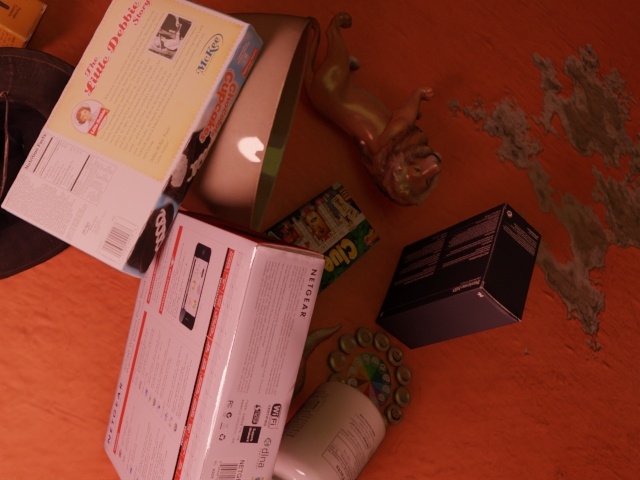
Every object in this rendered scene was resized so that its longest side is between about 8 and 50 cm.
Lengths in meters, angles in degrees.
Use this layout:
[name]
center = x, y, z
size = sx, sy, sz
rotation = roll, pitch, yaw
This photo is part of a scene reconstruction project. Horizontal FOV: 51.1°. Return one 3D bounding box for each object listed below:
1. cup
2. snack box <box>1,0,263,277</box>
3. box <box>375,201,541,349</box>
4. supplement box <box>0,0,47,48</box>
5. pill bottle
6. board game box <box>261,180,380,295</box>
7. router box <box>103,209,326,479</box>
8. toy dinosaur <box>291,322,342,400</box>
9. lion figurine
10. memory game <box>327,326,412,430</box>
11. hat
[cup]
center = -0.168, -0.185, 0.975
size = 0.236, 0.331, 0.331
rotation = 15, 61, -1
[snack box]
center = -0.224, -0.140, 0.805
size = 0.187, 0.060, 0.322
rotation = 25, 85, 17
[box]
center = 0.237, 0.070, 1.170
size = 0.103, 0.261, 0.184
rotation = 40, 54, -17
[supplement box]
center = -0.505, -0.341, 0.911
size = 0.233, 0.080, 0.078
rotation = 26, 60, -24
[pill bottle]
center = -0.014, 0.325, 0.969
size = 0.131, 0.131, 0.229
rotation = 53, 48, -7
[board game box]
center = 0.000, 0.000, 1.145
size = 0.136, 0.030, 0.259
rotation = 56, 40, -4
[router box]
center = -0.140, 0.143, 0.769
size = 0.082, 0.301, 0.336
rotation = 12, 94, -32
[toy dinosaur]
center = -0.075, 0.208, 0.991
size = 0.295, 0.127, 0.200
rotation = -12, 90, -55
[lion figurine]
center = 0.081, -0.247, 1.282
size = 0.392, 0.142, 0.240
rotation = 35, 62, -3
[memory game]
center = 0.088, 0.241, 1.157
size = 0.186, 0.012, 0.186
rotation = 14, 65, -32
[hat]
center = -0.430, -0.098, 0.823
size = 0.133, 0.331, 0.331
rotation = 23, 43, 27
